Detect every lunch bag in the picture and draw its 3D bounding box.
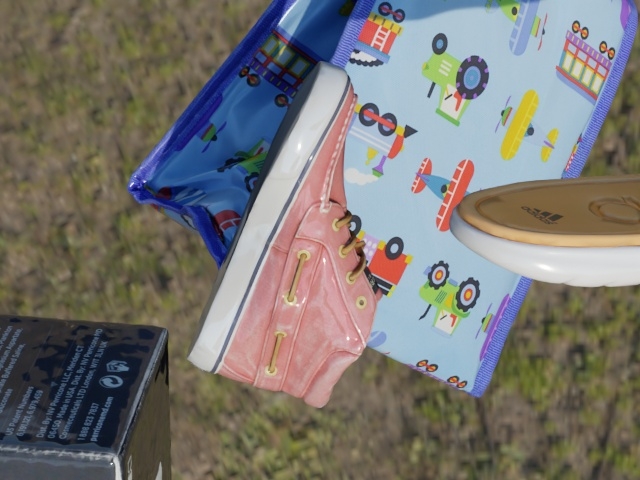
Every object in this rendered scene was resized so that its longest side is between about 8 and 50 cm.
[{"bbox_3d":[0.067,-0.088,1.093,0.293,0.221,0.138,-58,41,4],"label":"lunch bag"}]

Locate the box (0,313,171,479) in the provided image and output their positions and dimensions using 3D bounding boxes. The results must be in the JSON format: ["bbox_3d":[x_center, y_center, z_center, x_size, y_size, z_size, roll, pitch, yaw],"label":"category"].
[{"bbox_3d":[-0.138,0.112,0.685,0.158,0.156,0.093,4,29,5],"label":"box"}]

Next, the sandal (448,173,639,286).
[{"bbox_3d":[0.180,-0.032,0.792,0.265,0.076,0.102,-5,26,-29],"label":"sandal"}]

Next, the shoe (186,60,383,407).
[{"bbox_3d":[0.000,0.000,0.937,0.081,0.178,0.063,22,20,-6],"label":"shoe"}]
